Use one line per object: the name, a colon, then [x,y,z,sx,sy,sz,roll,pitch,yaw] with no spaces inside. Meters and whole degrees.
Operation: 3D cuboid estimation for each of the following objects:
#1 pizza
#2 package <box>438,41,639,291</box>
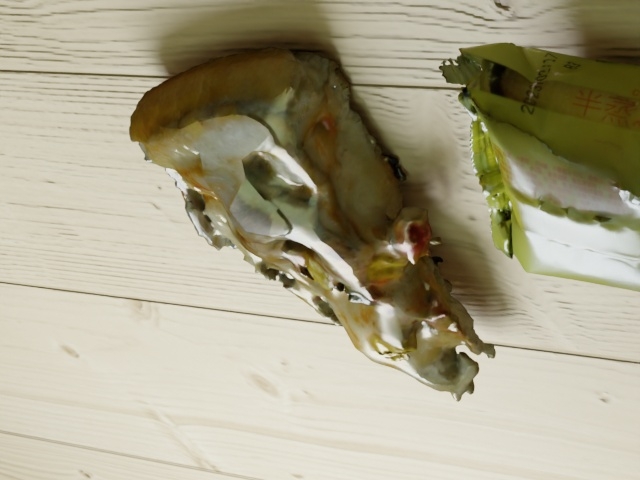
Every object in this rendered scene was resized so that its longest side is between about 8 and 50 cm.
pizza: [0.000,0.000,1.203,0.189,0.071,0.297,-1,139,40]
package: [0.176,-0.030,0.993,0.226,0.090,0.168,11,143,23]
